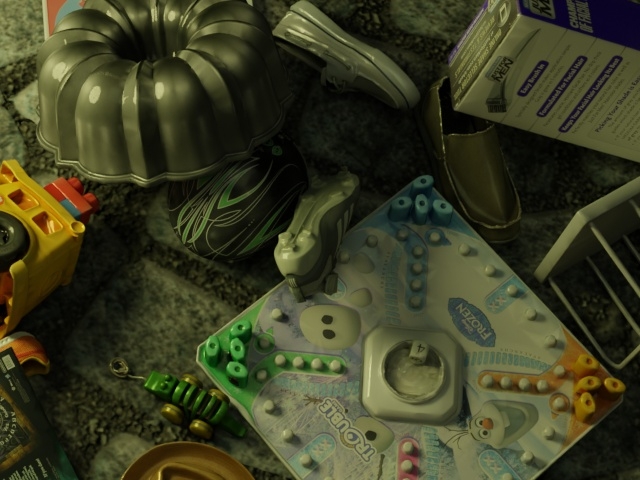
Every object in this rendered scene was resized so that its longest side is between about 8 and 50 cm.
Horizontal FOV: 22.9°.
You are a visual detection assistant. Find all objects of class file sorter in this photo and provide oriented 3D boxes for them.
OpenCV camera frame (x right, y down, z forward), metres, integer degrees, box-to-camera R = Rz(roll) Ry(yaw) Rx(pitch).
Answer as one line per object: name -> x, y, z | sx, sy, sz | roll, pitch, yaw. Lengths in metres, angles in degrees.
file sorter -> 0.451, 0.010, 2.002 | 0.277, 0.193, 0.173 | -28, 74, -21

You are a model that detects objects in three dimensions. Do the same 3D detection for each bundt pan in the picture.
bundt pan -> -0.202, -0.214, 1.942 | 0.330, 0.124, 0.331 | -4, 41, 4

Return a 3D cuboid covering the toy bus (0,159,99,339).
toy bus -> -0.385, -0.025, 1.921 | 0.220, 0.149, 0.211 | 41, 52, 14

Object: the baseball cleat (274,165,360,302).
baseball cleat -> 0.000, 0.000, 1.935 | 0.072, 0.109, 0.206 | 1, 33, 29

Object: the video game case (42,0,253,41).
video game case -> -0.230, -0.296, 2.135 | 0.285, 0.025, 0.204 | -4, 65, -10

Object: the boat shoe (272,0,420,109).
boat shoe -> 0.030, -0.231, 2.125 | 0.226, 0.083, 0.076 | 38, 76, 23

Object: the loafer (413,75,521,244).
loafer -> 0.193, -0.110, 2.075 | 0.094, 0.087, 0.251 | -19, 68, -17

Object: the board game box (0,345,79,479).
board game box -> -0.371, 0.232, 1.817 | 0.126, 0.026, 0.186 | -27, 91, -20

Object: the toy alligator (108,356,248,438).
toy alligator -> -0.171, 0.183, 1.893 | 0.189, 0.051, 0.056 | 28, 63, 5

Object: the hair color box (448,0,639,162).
hair color box -> 0.358, -0.220, 2.054 | 0.338, 0.185, 0.110 | 13, 49, -19

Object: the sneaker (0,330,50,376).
sneaker -> -0.398, 0.170, 1.856 | 0.175, 0.064, 0.067 | -31, 69, -21

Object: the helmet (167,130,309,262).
helmet -> -0.110, -0.057, 1.970 | 0.169, 0.169, 0.161 | 44, 49, 13

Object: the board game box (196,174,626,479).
board game box -> 0.114, 0.159, 1.936 | 0.390, 0.050, 0.390 | -37, 75, -19

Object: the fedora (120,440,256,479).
fedora -> -0.147, 0.313, 1.818 | 0.194, 0.079, 0.194 | 4, 63, -7
